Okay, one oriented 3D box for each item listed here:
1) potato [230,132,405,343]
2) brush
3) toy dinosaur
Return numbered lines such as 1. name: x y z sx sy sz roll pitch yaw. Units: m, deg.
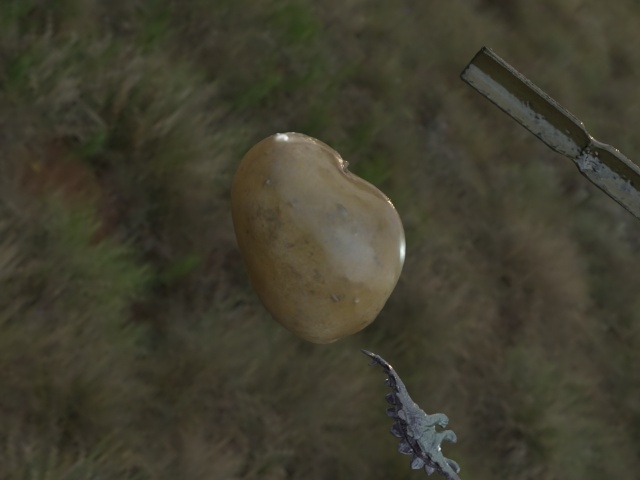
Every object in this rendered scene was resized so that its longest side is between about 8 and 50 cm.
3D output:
1. potato: -0.002 -0.002 1.006 0.112 0.112 0.147 -82 148 -60
2. brush: 0.245 -0.102 1.521 0.248 0.043 0.036 37 22 -5
3. toy dinosaur: 0.107 0.208 1.818 0.082 0.039 0.209 -9 61 -55
